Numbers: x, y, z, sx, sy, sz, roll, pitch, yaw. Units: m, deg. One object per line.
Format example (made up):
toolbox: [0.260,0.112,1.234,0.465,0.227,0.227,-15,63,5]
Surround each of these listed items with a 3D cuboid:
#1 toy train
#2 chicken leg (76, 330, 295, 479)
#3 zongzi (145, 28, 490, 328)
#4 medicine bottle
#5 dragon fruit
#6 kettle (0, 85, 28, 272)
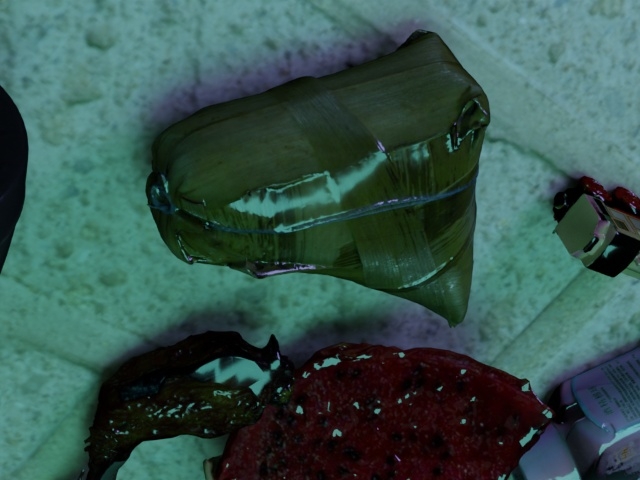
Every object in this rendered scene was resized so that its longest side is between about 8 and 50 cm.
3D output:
toy train: [0.253,-0.002,1.392,0.138,0.087,0.050,19,120,-32]
chicken leg: [-0.132,0.144,1.353,0.253,0.051,0.106,-34,114,23]
zongzi: [0.000,0.000,1.266,0.251,0.125,0.274,-16,136,-12]
medicine bottle: [0.264,0.178,1.531,0.188,0.094,0.119,-23,133,-5]
dragon fruit: [0.022,0.198,1.428,0.205,0.152,0.317,41,89,2]
kettle: [-0.328,0.028,1.100,0.251,0.207,0.271,-7,137,-26]
